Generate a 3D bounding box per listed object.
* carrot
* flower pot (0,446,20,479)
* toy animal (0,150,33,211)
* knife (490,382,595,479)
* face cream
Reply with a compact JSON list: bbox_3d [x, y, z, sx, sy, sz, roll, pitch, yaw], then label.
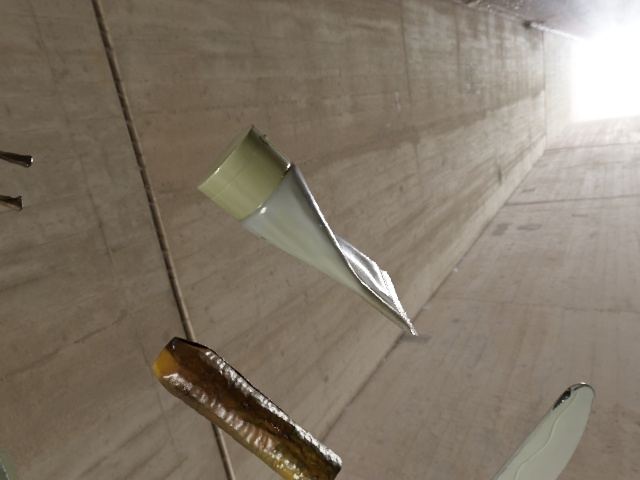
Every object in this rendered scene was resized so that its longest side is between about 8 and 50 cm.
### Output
[{"bbox_3d":[-0.088,0.214,0.513,0.260,0.070,0.070,37,-155,4],"label":"carrot"},{"bbox_3d":[-0.748,0.612,0.906,0.290,0.259,0.290,-30,161,-12],"label":"flower pot"},{"bbox_3d":[-0.355,-0.071,0.368,0.214,0.094,0.186,5,170,15],"label":"toy animal"},{"bbox_3d":[0.171,0.266,0.414,0.081,0.336,0.043,19,-154,-17],"label":"knife"},{"bbox_3d":[0.000,0.000,0.380,0.070,0.224,0.114,-43,-157,14],"label":"face cream"}]
